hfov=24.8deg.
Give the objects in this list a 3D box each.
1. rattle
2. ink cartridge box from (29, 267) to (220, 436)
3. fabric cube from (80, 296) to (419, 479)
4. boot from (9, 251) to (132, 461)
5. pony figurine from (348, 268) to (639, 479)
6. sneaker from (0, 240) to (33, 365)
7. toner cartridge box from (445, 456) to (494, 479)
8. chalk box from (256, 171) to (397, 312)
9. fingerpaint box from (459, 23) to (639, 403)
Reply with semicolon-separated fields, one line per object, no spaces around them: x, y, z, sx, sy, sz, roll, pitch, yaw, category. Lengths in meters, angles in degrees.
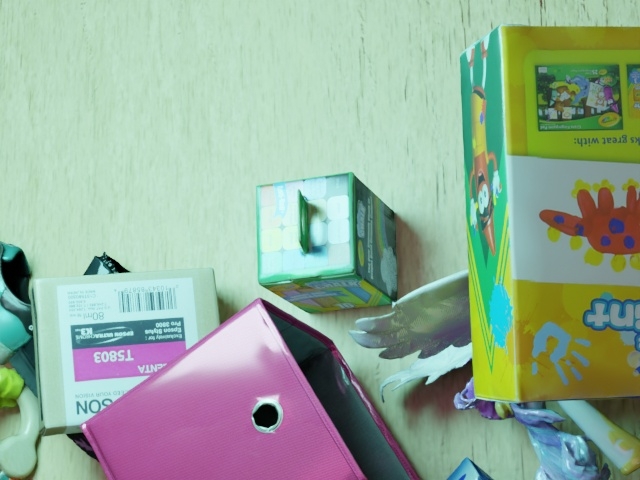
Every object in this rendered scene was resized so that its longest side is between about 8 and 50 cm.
-0.455;0.280;1.989;0.143;0.130;0.200;-12;96;30;rattle
-0.246;0.140;1.855;0.234;0.088;0.193;-4;78;-16;ink cartridge box
-0.069;0.259;1.672;0.258;0.259;0.254;-35;65;8;fabric cube
-0.280;0.157;1.936;0.207;0.094;0.246;-49;60;4;boot
0.242;0.118;1.655;0.351;0.303;0.363;-32;74;-5;pony figurine
-0.481;0.026;2.062;0.121;0.108;0.302;-39;71;7;sneaker
0.114;0.432;1.650;0.165;0.075;0.348;41;93;-11;toner cartridge box
0.000;0.000;1.800;0.132;0.213;0.132;-7;71;21;chalk box
0.380;-0.026;1.498;0.445;0.163;0.371;-2;86;-10;fingerpaint box
